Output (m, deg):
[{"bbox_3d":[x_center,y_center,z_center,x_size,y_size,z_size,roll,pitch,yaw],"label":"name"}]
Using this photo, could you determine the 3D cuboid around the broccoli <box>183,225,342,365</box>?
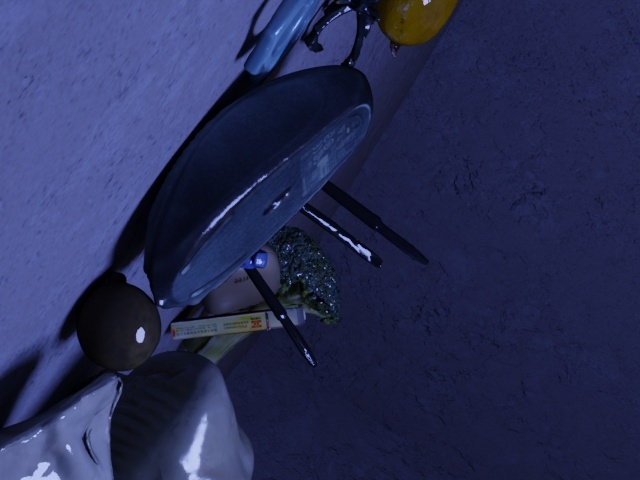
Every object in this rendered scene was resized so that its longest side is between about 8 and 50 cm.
[{"bbox_3d":[-0.114,0.135,2.169,0.252,0.221,0.361,-9,148,-44],"label":"broccoli"}]

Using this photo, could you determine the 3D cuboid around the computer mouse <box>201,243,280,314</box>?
[{"bbox_3d":[-0.142,0.075,1.887,0.145,0.082,0.236,-18,162,-14],"label":"computer mouse"}]

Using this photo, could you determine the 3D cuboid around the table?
[{"bbox_3d":[0.000,0.000,1.692,0.317,0.249,0.317,-46,-171,10],"label":"table"}]

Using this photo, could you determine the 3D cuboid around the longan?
[{"bbox_3d":[-0.232,0.090,1.230,0.106,0.106,0.119,116,-29,-67],"label":"longan"}]

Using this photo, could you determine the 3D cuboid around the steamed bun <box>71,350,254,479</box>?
[{"bbox_3d":[-0.237,0.347,1.405,0.342,0.255,0.368,-4,-135,49],"label":"steamed bun"}]

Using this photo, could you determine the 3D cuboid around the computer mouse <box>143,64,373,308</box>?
[{"bbox_3d":[-0.089,-0.078,1.278,0.374,0.114,0.203,-44,163,-18],"label":"computer mouse"}]

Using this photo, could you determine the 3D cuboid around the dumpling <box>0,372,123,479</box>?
[{"bbox_3d":[-0.335,0.296,1.118,0.341,0.181,0.260,-34,172,15],"label":"dumpling"}]

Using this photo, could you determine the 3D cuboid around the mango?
[{"bbox_3d":[0.182,-0.441,1.709,0.317,0.119,0.176,-65,172,7],"label":"mango"}]

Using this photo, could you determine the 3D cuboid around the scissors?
[{"bbox_3d":[0.019,-0.333,1.206,0.360,0.029,0.191,-58,180,1],"label":"scissors"}]

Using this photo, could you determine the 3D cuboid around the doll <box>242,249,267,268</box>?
[{"bbox_3d":[-0.138,0.014,1.417,0.205,0.110,0.067,12,89,-48],"label":"doll"}]

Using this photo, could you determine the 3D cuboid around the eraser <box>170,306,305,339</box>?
[{"bbox_3d":[-0.147,0.151,1.972,0.157,0.230,0.038,34,49,-86],"label":"eraser"}]

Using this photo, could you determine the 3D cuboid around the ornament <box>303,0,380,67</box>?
[{"bbox_3d":[0.046,-0.289,1.333,0.236,0.080,0.202,-53,-172,43],"label":"ornament"}]
